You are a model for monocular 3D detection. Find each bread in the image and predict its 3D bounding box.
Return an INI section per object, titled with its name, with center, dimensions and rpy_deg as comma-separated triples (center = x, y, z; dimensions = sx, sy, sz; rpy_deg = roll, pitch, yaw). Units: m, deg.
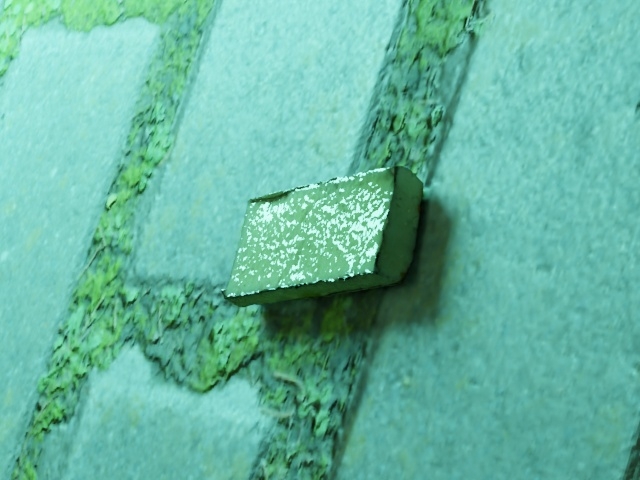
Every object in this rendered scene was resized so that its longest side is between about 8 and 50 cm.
[bread]
center = 0.000, 0.000, 1.101
dimensions = 0.153, 0.028, 0.068
rpy_deg = -12, 61, 51
